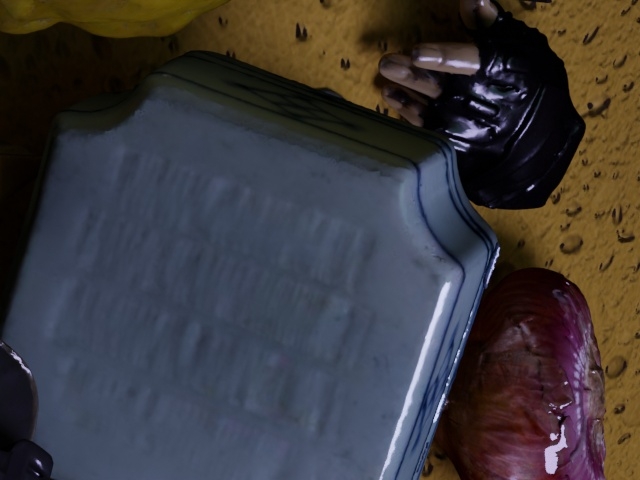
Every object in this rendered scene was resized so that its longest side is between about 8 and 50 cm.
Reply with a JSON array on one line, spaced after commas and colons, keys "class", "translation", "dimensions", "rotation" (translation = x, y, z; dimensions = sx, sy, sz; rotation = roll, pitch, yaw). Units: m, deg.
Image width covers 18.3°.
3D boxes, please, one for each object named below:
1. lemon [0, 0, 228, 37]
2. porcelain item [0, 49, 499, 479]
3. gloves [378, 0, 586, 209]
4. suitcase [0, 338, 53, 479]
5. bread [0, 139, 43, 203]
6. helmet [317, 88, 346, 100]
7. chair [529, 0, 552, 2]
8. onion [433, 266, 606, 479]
[{"class": "lemon", "translation": [-0.093, -0.267, 1.173], "dimensions": [0.285, 0.285, 0.316], "rotation": [54, 43, -40]}, {"class": "porcelain item", "translation": [-0.046, 0.039, 1.264], "dimensions": [0.157, 0.286, 0.281], "rotation": [-34, 142, -72]}, {"class": "gloves", "translation": [0.126, -0.110, 1.552], "dimensions": [0.203, 0.124, 0.164], "rotation": [12, 88, -62]}, {"class": "suitcase", "translation": [-0.338, 0.102, 1.055], "dimensions": [0.434, 0.194, 0.283], "rotation": [43, 44, -43]}, {"class": "bread", "translation": [-0.240, -0.021, 1.241], "dimensions": [0.139, 0.074, 0.084], "rotation": [-1, 101, -47]}, {"class": "helmet", "translation": [0.005, -0.002, 1.420], "dimensions": [0.257, 0.137, 0.204], "rotation": [-39, 112, -32]}, {"class": "chair", "translation": [0.123, -0.226, 1.537], "dimensions": [0.212, 0.084, 0.101], "rotation": [-32, 119, -34]}, {"class": "onion", "translation": [0.154, 0.140, 1.635], "dimensions": [0.230, 0.163, 0.230], "rotation": [-9, 90, -80]}]
